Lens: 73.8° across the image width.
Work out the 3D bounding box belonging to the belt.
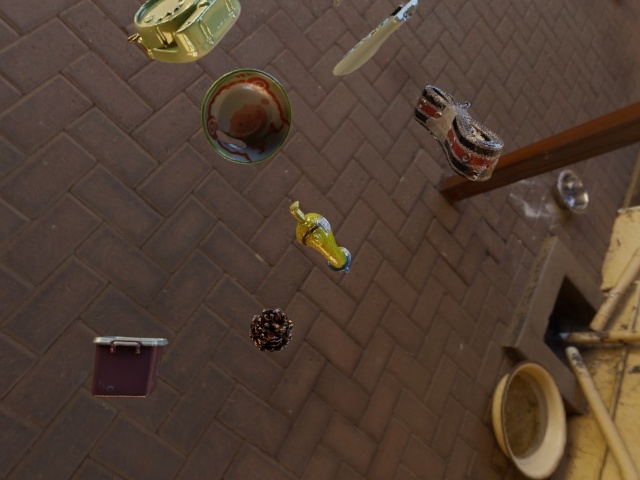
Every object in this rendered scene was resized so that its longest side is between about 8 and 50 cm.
[{"bbox_3d":[0.314,-0.258,0.996,0.126,0.094,0.359,14,34,-14],"label":"belt"}]

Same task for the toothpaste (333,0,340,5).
[{"bbox_3d":[0.047,-0.588,0.983,0.015,0.083,0.024,28,36,15],"label":"toothpaste"}]

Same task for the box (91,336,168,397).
[{"bbox_3d":[-0.590,0.385,1.322,0.193,0.294,0.168,8,76,-13],"label":"box"}]

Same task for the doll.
[{"bbox_3d":[0.000,0.000,1.740,0.145,0.199,0.363,-39,103,10],"label":"doll"}]

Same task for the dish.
[{"bbox_3d":[-0.272,-0.446,1.525,0.324,0.124,0.324,-12,120,-21],"label":"dish"}]

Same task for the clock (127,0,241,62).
[{"bbox_3d":[-0.376,-0.567,1.106,0.235,0.308,0.096,-64,149,-23],"label":"clock"}]

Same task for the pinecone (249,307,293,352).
[{"bbox_3d":[-0.176,0.315,1.533,0.173,0.173,0.174,6,78,-28],"label":"pinecone"}]

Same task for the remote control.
[{"bbox_3d":[0.135,-0.512,1.103,0.051,0.293,0.103,46,67,-15],"label":"remote control"}]
